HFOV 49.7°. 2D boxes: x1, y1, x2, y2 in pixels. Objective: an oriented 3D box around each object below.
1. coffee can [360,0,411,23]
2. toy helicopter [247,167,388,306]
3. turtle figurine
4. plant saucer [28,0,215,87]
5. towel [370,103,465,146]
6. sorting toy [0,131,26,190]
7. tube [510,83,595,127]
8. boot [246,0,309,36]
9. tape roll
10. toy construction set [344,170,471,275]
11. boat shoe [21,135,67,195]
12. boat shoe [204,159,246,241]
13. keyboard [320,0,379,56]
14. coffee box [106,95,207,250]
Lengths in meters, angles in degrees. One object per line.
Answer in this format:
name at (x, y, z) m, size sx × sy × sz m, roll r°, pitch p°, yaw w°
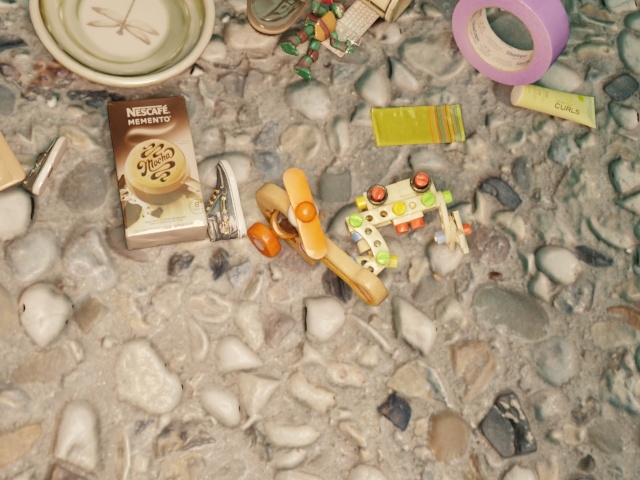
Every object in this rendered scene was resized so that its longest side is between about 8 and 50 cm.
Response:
coffee can at (0.119, -0.698, 1.698) m, size 0.275 × 0.201 × 0.202 m, roll 38°, pitch 69°, yaw 3°
toy helicopter at (0.000, 0.000, 1.419) m, size 0.355 × 0.235 × 0.140 m, roll 40°, pitch 68°, yaw 19°
turtle figurine at (0.010, -0.510, 1.665) m, size 0.234 × 0.118 × 0.175 m, roll -51°, pitch 119°, yaw -13°
plant saucer at (-0.443, -0.512, 1.569) m, size 0.400 × 0.100 × 0.401 m, roll 4°, pitch 74°, yaw -13°
towel at (0.243, -0.287, 1.711) m, size 0.237 × 0.021 × 0.102 m, roll -5°, pitch 75°, yaw -15°
sorting toy at (-0.749, -0.161, 1.430) m, size 0.208 × 0.038 × 0.193 m, roll -30°, pitch 83°, yaw -24°
tube at (0.616, -0.361, 1.806) m, size 0.240 × 0.062 × 0.070 m, roll 11°, pitch 112°, yaw -15°
boot at (-0.094, -0.567, 1.571) m, size 0.138 × 0.284 × 0.378 m, roll 14°, pitch 70°, yaw -10°
tape roll at (0.462, -0.517, 1.696) m, size 0.274 × 0.275 × 0.090 m, roll 40°, pitch 69°, yaw 0°
toy construction set at (0.190, -0.026, 1.551) m, size 0.327 × 0.151 × 0.215 m, roll -14°, pitch 78°, yaw -17°
boat shoe at (-0.583, -0.164, 1.461) m, size 0.040 × 0.049 × 0.142 m, roll 23°, pitch 72°, yaw -6°
boat shoe at (-0.222, -0.088, 1.516) m, size 0.083 × 0.065 × 0.184 m, roll -11°, pitch 78°, yaw -17°
keyboard at (0.098, -0.568, 1.762) m, size 0.072 × 0.014 × 0.256 m, roll 39°, pitch 69°, yaw 0°
coffee box at (-0.350, -0.145, 1.473) m, size 0.168 × 0.119 × 0.297 m, roll -9°, pitch 77°, yaw -15°
